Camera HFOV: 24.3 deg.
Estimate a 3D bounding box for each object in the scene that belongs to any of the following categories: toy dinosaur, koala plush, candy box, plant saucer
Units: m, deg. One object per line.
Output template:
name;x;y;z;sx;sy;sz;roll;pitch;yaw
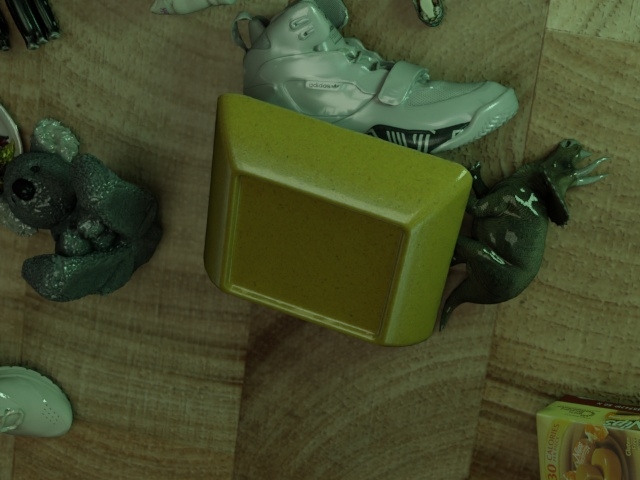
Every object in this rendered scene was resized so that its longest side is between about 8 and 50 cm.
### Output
toy dinosaur;0.227;0.001;1.906;0.160;0.121;0.314;29;106;18
koala plush;-0.345;-0.045;2.012;0.221;0.203;0.196;32;101;25
candy box;0.390;0.373;1.951;0.183;0.087;0.316;6;109;41
plant saucer;0.000;0.000;1.895;0.332;0.081;0.333;18;137;8

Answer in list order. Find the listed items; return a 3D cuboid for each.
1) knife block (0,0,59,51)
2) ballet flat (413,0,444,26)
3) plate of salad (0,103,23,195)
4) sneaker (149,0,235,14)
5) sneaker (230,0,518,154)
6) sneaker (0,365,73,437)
knife block;-0.438;-0.390;1.964;0.242;0.088;0.276;23;108;5
ballet flat;0.128;-0.324;1.880;0.041;0.041;0.114;-17;100;16
plate of salad;-0.511;-0.121;2.075;0.199;0.048;0.200;3;105;11
sneaker;-0.211;-0.431;1.887;0.152;0.114;0.305;-14;100;20
sneaker;0.057;-0.212;1.873;0.365;0.137;0.210;-6;106;18
sneaker;-0.489;0.236;2.090;0.297;0.129;0.111;16;115;-24
